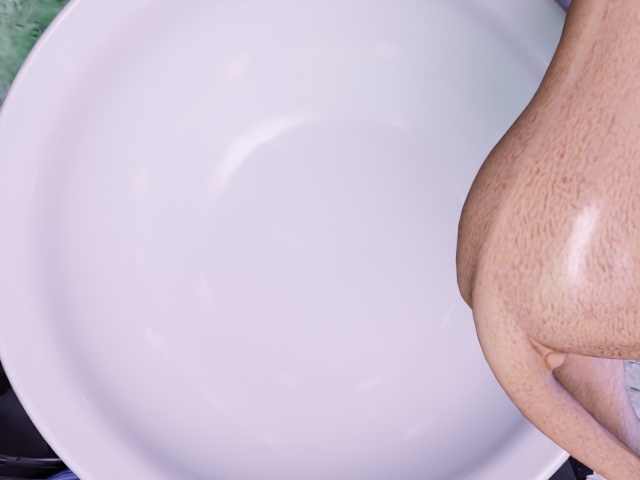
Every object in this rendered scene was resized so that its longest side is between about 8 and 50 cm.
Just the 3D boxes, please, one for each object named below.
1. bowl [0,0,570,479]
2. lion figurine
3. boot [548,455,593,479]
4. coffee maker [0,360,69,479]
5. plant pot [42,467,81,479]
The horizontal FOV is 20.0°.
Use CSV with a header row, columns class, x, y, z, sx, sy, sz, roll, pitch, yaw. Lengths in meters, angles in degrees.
class,x,y,z,sx,sy,sz,roll,pitch,yaw
bowl,0.000,0.000,0.851,0.298,0.298,0.134,17,178,7
lion figurine,0.130,-0.070,0.669,0.240,0.392,0.142,20,169,-40
boot,0.018,0.047,0.964,0.207,0.094,0.246,-22,100,16
coffee maker,-0.152,0.170,1.085,0.120,0.171,0.178,-13,135,-10
plant pot,-0.140,0.274,0.946,0.212,0.236,0.236,-14,118,5
